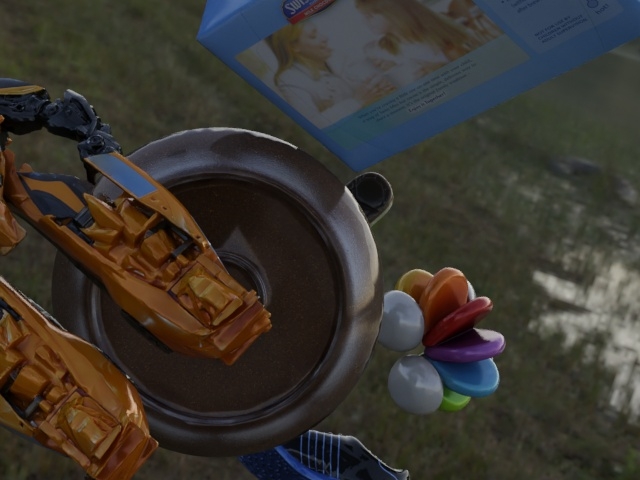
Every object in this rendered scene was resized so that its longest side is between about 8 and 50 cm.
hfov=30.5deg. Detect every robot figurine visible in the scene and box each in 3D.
[{"bbox_3d":[-0.184,0.009,0.738,0.291,0.211,0.085,37,-14,19],"label":"robot figurine"}]

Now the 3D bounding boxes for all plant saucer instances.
[{"bbox_3d":[-0.093,0.052,1.073,0.310,0.311,0.050,15,4,-5],"label":"plant saucer"}]

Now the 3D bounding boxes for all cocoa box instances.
[{"bbox_3d":[0.098,-0.260,1.056,0.347,0.228,0.231,-24,-48,38],"label":"cocoa box"}]

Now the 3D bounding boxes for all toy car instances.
[{"bbox_3d":[0.159,0.119,1.421,0.136,0.182,0.159,-13,5,45],"label":"toy car"}]

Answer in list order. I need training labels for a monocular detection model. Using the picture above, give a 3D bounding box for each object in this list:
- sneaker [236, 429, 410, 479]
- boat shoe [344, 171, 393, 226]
[{"bbox_3d":[-0.002,0.267,1.417,0.232,0.081,0.090,28,42,23],"label":"sneaker"},{"bbox_3d":[0.000,0.000,1.281,0.068,0.190,0.072,59,-1,12],"label":"boat shoe"}]
